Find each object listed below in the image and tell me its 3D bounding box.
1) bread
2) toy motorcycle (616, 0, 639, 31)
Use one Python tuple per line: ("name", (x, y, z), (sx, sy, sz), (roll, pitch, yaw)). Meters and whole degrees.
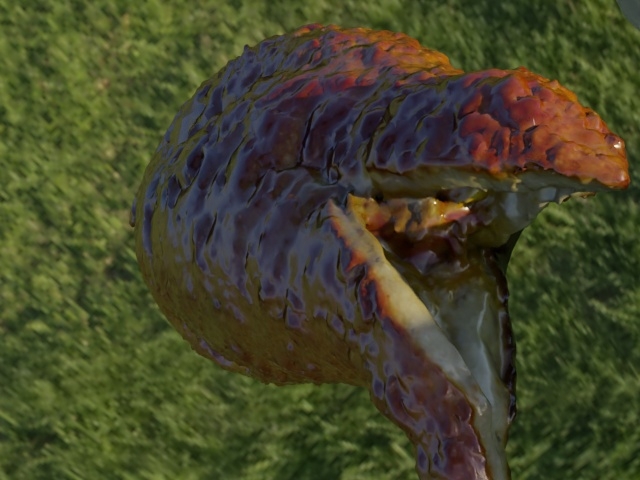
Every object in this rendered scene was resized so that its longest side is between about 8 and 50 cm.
("bread", (0.001, -0.008, 0.467), (0.269, 0.095, 0.139), (-158, 83, -68))
("toy motorcycle", (0.165, -0.128, 0.507), (0.112, 0.254, 0.112), (-27, 29, 16))
